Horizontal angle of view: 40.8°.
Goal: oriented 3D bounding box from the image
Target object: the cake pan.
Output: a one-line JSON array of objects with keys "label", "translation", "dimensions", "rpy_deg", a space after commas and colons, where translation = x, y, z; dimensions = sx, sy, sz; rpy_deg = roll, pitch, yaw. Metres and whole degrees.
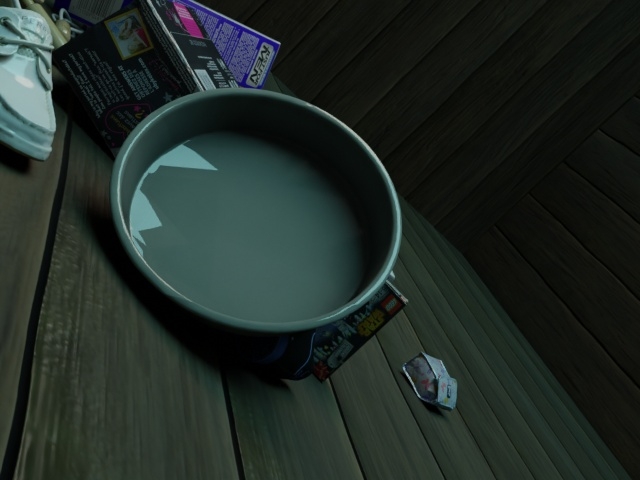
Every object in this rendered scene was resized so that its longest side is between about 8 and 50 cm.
[{"label": "cake pan", "translation": [-0.064, -0.028, 0.868], "dimensions": [0.293, 0.293, 0.054], "rpy_deg": [49, -33, 16]}]

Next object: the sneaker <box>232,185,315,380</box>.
[{"label": "sneaker", "translation": [-0.053, 0.042, 0.929], "dimensions": [0.090, 0.081, 0.232], "rpy_deg": [42, 34, -49]}]

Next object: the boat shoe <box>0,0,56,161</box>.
[{"label": "boat shoe", "translation": [-0.310, -0.187, 0.842], "dimensions": [0.098, 0.096, 0.277], "rpy_deg": [33, 17, -52]}]

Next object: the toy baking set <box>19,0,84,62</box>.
[{"label": "toy baking set", "translation": [-0.357, -0.282, 1.209], "dimensions": [0.256, 0.030, 0.197], "rpy_deg": [53, 5, 3]}]

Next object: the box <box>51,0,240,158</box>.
[{"label": "box", "translation": [-0.208, -0.202, 1.111], "dimensions": [0.163, 0.142, 0.247], "rpy_deg": [60, 10, -7]}]

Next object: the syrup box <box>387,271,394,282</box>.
[{"label": "syrup box", "translation": [0.000, 0.000, 1.344], "dimensions": [0.237, 0.096, 0.093], "rpy_deg": [43, 13, -20]}]

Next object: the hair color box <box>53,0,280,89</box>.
[{"label": "hair color box", "translation": [-0.241, -0.352, 1.419], "dimensions": [0.185, 0.110, 0.339], "rpy_deg": [30, 10, 29]}]

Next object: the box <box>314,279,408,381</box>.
[{"label": "box", "translation": [0.021, 0.084, 0.997], "dimensions": [0.094, 0.137, 0.027], "rpy_deg": [46, 11, 2]}]

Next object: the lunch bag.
[{"label": "lunch bag", "translation": [0.175, 0.220, 1.325], "dimensions": [0.071, 0.053, 0.083], "rpy_deg": [31, 28, -51]}]

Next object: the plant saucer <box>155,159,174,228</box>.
[{"label": "plant saucer", "translation": [-0.133, -0.017, 0.973], "dimensions": [0.195, 0.037, 0.195], "rpy_deg": [50, 22, -29]}]
